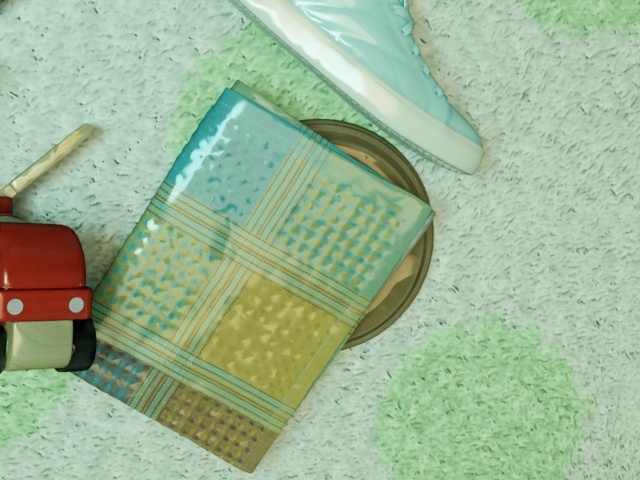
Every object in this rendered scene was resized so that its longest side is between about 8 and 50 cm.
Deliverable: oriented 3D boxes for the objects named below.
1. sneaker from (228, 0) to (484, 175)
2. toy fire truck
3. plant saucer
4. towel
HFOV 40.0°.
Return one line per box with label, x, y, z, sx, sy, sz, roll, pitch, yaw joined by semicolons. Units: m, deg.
sneaker;0.059;-0.220;0.934;0.366;0.135;0.150;38;96;-13
toy fire truck;-0.296;-0.002;0.895;0.158;0.217;0.247;1;95;-37
plant saucer;0.000;0.000;1.013;0.277;0.041;0.278;-1;99;-8
towel;-0.084;0.047;0.971;0.271;0.040;0.370;33;96;-11
